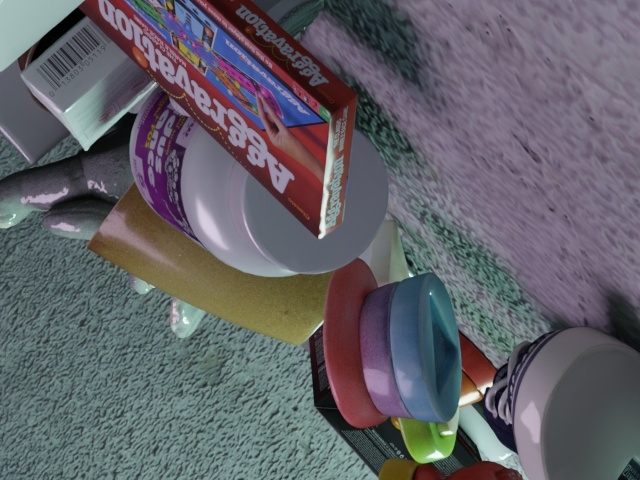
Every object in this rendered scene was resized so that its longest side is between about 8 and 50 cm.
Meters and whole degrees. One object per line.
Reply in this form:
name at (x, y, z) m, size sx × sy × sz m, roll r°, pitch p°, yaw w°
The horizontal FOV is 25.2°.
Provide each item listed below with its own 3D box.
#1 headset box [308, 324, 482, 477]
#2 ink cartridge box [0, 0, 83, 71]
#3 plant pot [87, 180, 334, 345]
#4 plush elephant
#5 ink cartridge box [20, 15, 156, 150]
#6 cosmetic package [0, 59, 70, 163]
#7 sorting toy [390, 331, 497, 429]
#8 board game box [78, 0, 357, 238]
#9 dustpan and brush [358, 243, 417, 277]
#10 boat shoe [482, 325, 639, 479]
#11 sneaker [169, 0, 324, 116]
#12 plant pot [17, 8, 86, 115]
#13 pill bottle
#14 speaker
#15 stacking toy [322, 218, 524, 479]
headset box at (0.094, 0.206, 1.869) m, size 0.218 × 0.110 × 0.293 m, roll 49°, pitch -172°, yaw -14°
ink cartridge box at (-0.226, -0.281, 0.883) m, size 0.283 × 0.207 × 0.117 m, roll 46°, pitch 171°, yaw 3°
plant pot at (-0.088, -0.006, 1.597) m, size 0.254 × 0.237 × 0.237 m, roll 39°, pitch 173°, yaw -5°
plush elephant at (-0.208, -0.024, 1.859) m, size 0.330 × 0.272 × 0.255 m, roll -7°, pitch 114°, yaw 38°
ink cartridge box at (-0.169, -0.170, 1.269) m, size 0.056 × 0.181 × 0.224 m, roll 47°, pitch 174°, yaw -2°
cosmetic package at (-0.425, -0.309, 1.830) m, size 0.385 × 0.217 × 0.156 m, roll 51°, pitch 172°, yaw -20°
sorting toy at (0.202, 0.232, 1.575) m, size 0.365 × 0.126 × 0.127 m, roll 41°, pitch 171°, yaw 39°
board game box at (-0.083, -0.135, 0.988) m, size 0.281 × 0.027 × 0.145 m, roll 44°, pitch 156°, yaw 22°
dustpan and brush at (0.059, 0.009, 1.491) m, size 0.211 × 0.060 × 0.147 m, roll 45°, pitch -171°, yaw -47°
boat shoe at (0.181, 0.136, 1.140) m, size 0.158 × 0.127 × 0.340 m, roll 34°, pitch 169°, yaw 35°
sneaker at (-0.077, -0.179, 1.095) m, size 0.115 × 0.105 × 0.281 m, roll 53°, pitch 161°, yaw -3°
plant pot at (-0.297, -0.255, 1.651) m, size 0.165 × 0.167 × 0.167 m, roll 49°, pitch 176°, yaw 34°
pill bottle at (-0.055, -0.062, 1.251) m, size 0.169 × 0.169 × 0.301 m, roll 49°, pitch 171°, yaw -22°
speaker at (0.193, 0.214, 1.794) m, size 0.136 × 0.055 × 0.055 m, roll 49°, pitch 172°, yaw -20°
stacking toy at (0.120, 0.135, 1.340) m, size 0.279 × 0.130 × 0.309 m, roll -66°, pitch -37°, yaw -58°
